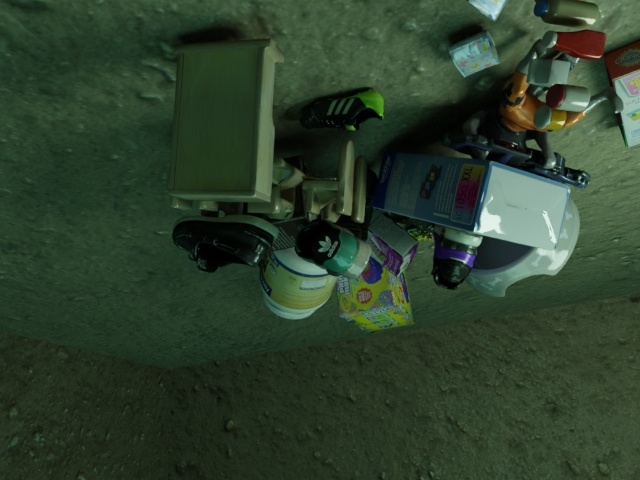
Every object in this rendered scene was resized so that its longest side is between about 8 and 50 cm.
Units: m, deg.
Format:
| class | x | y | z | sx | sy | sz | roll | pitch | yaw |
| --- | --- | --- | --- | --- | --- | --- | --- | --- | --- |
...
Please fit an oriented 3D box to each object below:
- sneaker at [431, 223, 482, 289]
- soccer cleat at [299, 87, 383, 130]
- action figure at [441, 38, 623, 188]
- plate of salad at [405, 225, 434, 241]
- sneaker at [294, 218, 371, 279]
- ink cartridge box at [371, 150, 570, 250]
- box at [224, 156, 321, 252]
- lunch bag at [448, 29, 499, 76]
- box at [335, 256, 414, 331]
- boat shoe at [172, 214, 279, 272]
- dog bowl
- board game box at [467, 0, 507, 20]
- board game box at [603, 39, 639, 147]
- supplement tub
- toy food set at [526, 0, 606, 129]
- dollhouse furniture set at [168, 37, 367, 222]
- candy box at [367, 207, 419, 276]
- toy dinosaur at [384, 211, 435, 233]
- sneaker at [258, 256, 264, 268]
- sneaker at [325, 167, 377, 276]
| class | x | y | z | sx | sy | sz | roll | pitch | yaw |
| --- | --- | --- | --- | --- | --- | --- | --- | --- | --- |
| sneaker | 0.310 | 0.042 | 1.283 | 0.102 | 0.146 | 0.293 | 14 | -175 | 10 |
| soccer cleat | 0.041 | -0.252 | 1.078 | 0.179 | 0.072 | 0.060 | -13 | 156 | 17 |
| action figure | 0.447 | -0.240 | 1.099 | 0.342 | 0.178 | 0.330 | 18 | 157 | -15 |
| plate of salad | 0.374 | -0.033 | 1.719 | 0.200 | 0.048 | 0.200 | -4 | 157 | -2 |
| sneaker | 0.000 | 0.000 | 1.134 | 0.121 | 0.108 | 0.302 | 29 | 176 | -17 |
| ink cartridge box | 0.309 | -0.102 | 1.225 | 0.270 | 0.151 | 0.395 | 10 | -175 | -33 |
| box | -0.114 | -0.081 | 1.326 | 0.203 | 0.166 | 0.168 | -10 | 157 | 11 |
| lunch bag | 0.274 | -0.340 | 0.954 | 0.071 | 0.053 | 0.083 | -17 | 165 | 30 |
| box | 0.168 | 0.120 | 1.719 | 0.177 | 0.289 | 0.279 | -14 | 157 | 18 |
| boat shoe | -0.235 | 0.019 | 1.187 | 0.340 | 0.113 | 0.127 | 0 | 154 | 38 |
| dog bowl | 0.483 | -0.031 | 1.400 | 0.349 | 0.348 | 0.102 | -25 | 138 | 38 |
| board game box | 0.218 | -0.383 | 0.651 | 0.060 | 0.194 | 0.194 | 12 | 152 | -36 |
| board game box | 0.737 | -0.323 | 1.093 | 0.242 | 0.064 | 0.317 | -18 | 154 | 28 |
| supplement tub | -0.056 | 0.072 | 1.548 | 0.229 | 0.228 | 0.316 | 0 | 144 | -15 |
| toy food set | 0.367 | -0.296 | 0.849 | 0.105 | 0.232 | 0.111 | 2 | -166 | -16 |
| dollhouse furniture set | -0.118 | -0.183 | 1.039 | 0.362 | 0.256 | 0.394 | 3 | 177 | 15 |
| candy box | 0.153 | -0.017 | 1.485 | 0.071 | 0.233 | 0.159 | -44 | 163 | -16 |
| toy dinosaur | 0.271 | -0.081 | 1.536 | 0.160 | 0.121 | 0.313 | -30 | 144 | 22 |
| sneaker | -0.165 | 0.011 | 1.685 | 0.097 | 0.084 | 0.234 | -26 | 163 | -16 |
| sneaker | 0.084 | -0.036 | 1.341 | 0.109 | 0.286 | 0.130 | 17 | 162 | 15 |
